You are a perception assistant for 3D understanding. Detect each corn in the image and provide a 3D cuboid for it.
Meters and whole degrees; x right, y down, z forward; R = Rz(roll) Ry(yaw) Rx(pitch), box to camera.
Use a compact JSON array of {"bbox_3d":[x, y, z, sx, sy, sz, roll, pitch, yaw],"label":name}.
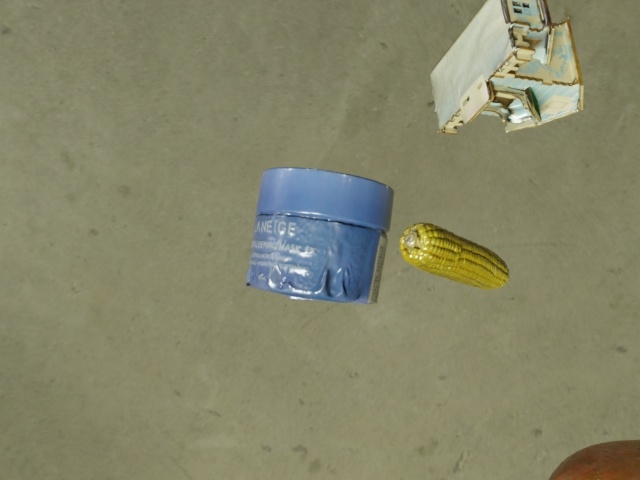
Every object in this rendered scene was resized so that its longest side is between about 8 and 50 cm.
[{"bbox_3d":[0.224,0.030,1.163,0.231,0.080,0.080,19,111,-37],"label":"corn"}]

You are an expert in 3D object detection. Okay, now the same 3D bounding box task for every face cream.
[{"bbox_3d":[0.000,0.000,1.279,0.248,0.249,0.225,6,85,10],"label":"face cream"}]

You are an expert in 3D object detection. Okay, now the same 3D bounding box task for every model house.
[{"bbox_3d":[0.330,-0.267,1.139,0.206,0.271,0.178,2,66,-20],"label":"model house"}]

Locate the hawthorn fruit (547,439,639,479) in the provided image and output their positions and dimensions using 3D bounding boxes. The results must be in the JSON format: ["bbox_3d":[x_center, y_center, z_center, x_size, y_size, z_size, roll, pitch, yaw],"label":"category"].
[{"bbox_3d":[0.482,0.404,0.986,0.298,0.277,0.277,-34,94,11],"label":"hawthorn fruit"}]
